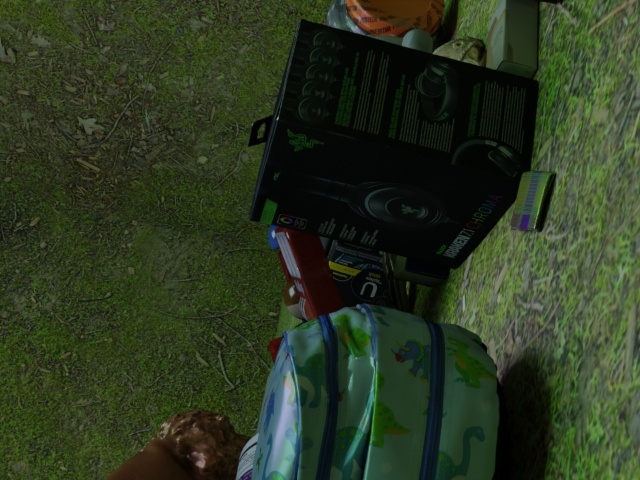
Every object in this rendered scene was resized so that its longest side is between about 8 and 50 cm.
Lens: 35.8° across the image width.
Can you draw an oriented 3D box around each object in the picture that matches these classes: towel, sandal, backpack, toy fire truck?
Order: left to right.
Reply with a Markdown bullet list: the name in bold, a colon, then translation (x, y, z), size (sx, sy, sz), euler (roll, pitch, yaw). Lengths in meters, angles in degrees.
- **toy fire truck**: translation (-0.001, 0.089, 1.345), size (0.302, 0.169, 0.254), euler (-168, 60, -84)
- **backpack**: translation (0.043, 0.235, 0.849), size (0.356, 0.273, 0.290), euler (-64, 0, 4)
- **sandal**: translation (0.121, 0.035, 1.454), size (0.072, 0.049, 0.180), euler (102, 165, -63)
- **sandal**: translation (0.178, -0.226, 1.300), size (0.240, 0.079, 0.088), euler (-90, 14, -68)
- **towel**: translation (0.202, -0.038, 0.949), size (0.083, 0.009, 0.060), euler (-159, 83, -84)

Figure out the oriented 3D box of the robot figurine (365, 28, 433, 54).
- **robot figurine**: translation (0.087, -0.156, 1.421), size (0.354, 0.199, 0.300), euler (-83, 11, -50)

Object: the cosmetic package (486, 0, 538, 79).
- **cosmetic package**: translation (0.213, -0.218, 1.107), size (0.060, 0.041, 0.115), euler (111, 171, -53)

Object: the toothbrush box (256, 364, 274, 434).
- **toothbrush box**: translation (-0.052, 0.350, 2.034), size (0.295, 0.126, 0.217), euler (111, 171, -64)

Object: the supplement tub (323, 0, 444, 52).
- **supplement tub**: translation (0.090, -0.301, 1.736), size (0.338, 0.207, 0.207), euler (111, 171, -51)

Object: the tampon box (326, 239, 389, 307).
- **tampon box**: translation (0.062, 0.058, 1.581), size (0.101, 0.120, 0.161), euler (-82, 8, -58)

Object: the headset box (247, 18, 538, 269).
- **headset box**: translation (0.062, -0.099, 1.109), size (0.246, 0.282, 0.131), euler (116, 167, -64)

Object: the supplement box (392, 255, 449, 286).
- **supplement box**: translation (0.134, 0.011, 1.280), size (0.083, 0.056, 0.083), euler (128, 155, -77)

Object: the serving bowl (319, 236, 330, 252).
- **serving bowl**: translation (0.000, 0.000, 1.566), size (0.083, 0.027, 0.083), euler (-164, 90, -85)

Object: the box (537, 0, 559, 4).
- **box**: translation (0.206, -0.407, 1.164), size (0.381, 0.143, 0.191), euler (-86, 11, -71)

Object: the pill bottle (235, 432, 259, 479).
- **pill bottle**: translation (-0.046, 0.409, 1.505), size (0.323, 0.181, 0.182), euler (-83, 8, -54)

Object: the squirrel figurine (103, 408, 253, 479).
- **squirrel figurine**: translation (-0.188, 0.500, 1.638), size (0.397, 0.370, 0.281), euler (-45, -7, -19)
